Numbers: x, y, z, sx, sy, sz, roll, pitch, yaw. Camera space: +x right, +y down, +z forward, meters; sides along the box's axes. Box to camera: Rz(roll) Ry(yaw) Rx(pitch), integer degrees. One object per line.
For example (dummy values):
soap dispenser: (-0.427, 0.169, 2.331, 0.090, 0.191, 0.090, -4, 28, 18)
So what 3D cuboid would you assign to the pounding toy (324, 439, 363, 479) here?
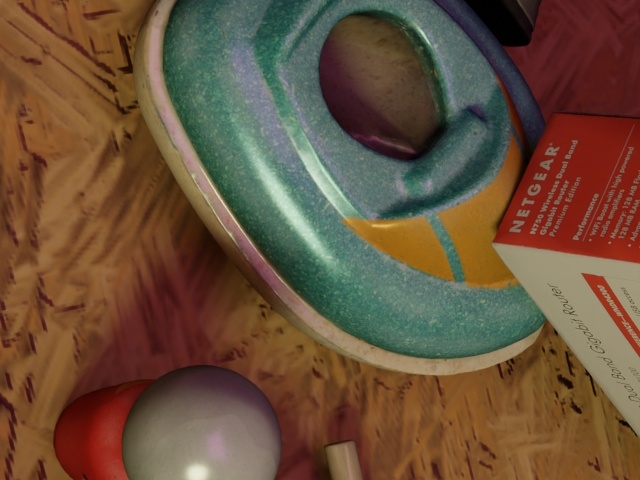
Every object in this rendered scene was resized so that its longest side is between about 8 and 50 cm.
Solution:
pounding toy: (-0.050, 0.213, 0.747, 0.237, 0.110, 0.182, -18, 85, -58)

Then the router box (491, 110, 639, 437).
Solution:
router box: (0.287, 0.076, 0.771, 0.335, 0.301, 0.082, 48, 61, -44)

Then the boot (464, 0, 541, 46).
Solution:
boot: (0.096, -0.222, 0.828, 0.161, 0.083, 0.246, -63, 145, -23)

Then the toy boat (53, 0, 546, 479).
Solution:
toy boat: (0.000, 0.000, 0.757, 0.267, 0.148, 0.318, 46, 64, -19)
